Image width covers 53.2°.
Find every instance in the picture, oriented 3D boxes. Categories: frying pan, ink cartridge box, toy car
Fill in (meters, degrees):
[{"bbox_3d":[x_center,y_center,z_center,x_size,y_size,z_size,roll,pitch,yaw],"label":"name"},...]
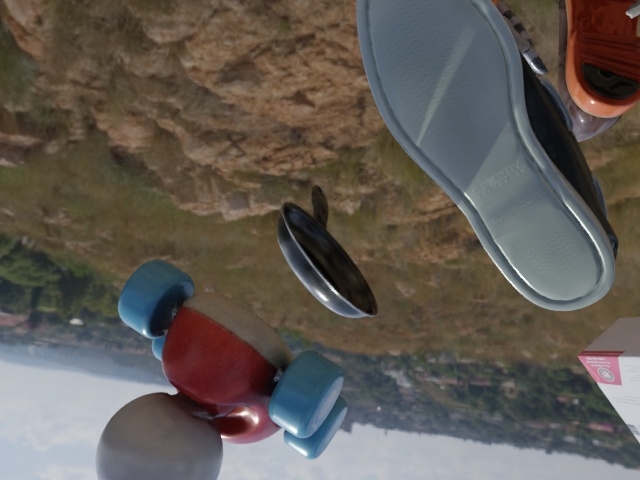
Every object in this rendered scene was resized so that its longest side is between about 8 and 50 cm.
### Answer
[{"bbox_3d":[-0.016,-0.011,0.919,0.053,0.326,0.197,-40,136,12],"label":"frying pan"},{"bbox_3d":[0.444,0.200,0.766,0.218,0.092,0.158,56,163,-1],"label":"ink cartridge box"},{"bbox_3d":[-0.128,0.184,0.613,0.219,0.238,0.210,29,157,18],"label":"toy car"}]

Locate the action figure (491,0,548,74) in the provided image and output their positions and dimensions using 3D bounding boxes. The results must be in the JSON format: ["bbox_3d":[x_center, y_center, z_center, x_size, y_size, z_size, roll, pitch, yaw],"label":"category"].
[{"bbox_3d":[0.254,-0.405,1.100,0.178,0.331,0.341,-13,172,6],"label":"action figure"}]

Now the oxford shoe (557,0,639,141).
[{"bbox_3d":[0.293,-0.235,0.693,0.096,0.272,0.098,14,159,5],"label":"oxford shoe"}]

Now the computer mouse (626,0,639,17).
[{"bbox_3d":[0.297,-0.122,0.420,0.072,0.273,0.188,27,150,-33],"label":"computer mouse"}]

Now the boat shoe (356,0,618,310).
[{"bbox_3d":[0.132,-0.086,0.503,0.114,0.303,0.091,-22,-164,31],"label":"boat shoe"}]
